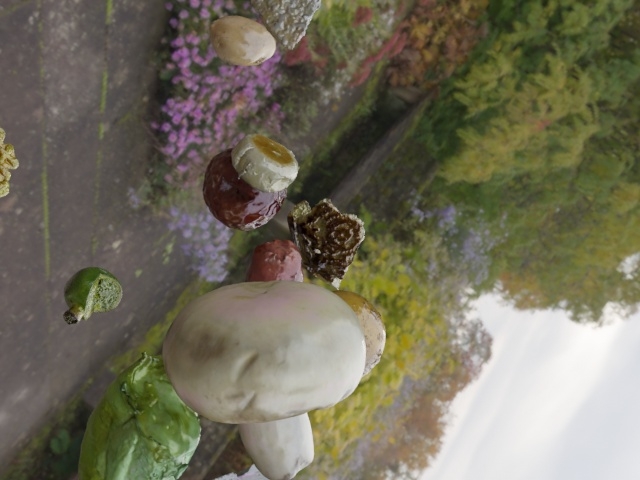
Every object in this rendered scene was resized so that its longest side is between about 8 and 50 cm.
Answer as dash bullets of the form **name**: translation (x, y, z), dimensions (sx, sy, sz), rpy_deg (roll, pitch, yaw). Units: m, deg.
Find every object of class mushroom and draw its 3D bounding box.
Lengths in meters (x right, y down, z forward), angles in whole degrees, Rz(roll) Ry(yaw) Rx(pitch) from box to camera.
- **mushroom**: translation (-0.099, 0.211, 1.289), dimensions (0.353, 0.325, 0.353), rpy_deg (-19, 138, -18)

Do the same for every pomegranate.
- **pomegranate**: translation (-0.612, 0.141, 1.867), dimensions (0.169, 0.122, 0.143), rpy_deg (-35, 160, -37)

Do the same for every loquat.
- **loquat**: translation (0.043, 0.233, 1.734), dimensions (0.235, 0.235, 0.235), rpy_deg (-54, 171, -13)

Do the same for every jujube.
- **jujube**: translation (-0.196, -0.133, 1.814), dimensions (0.213, 0.213, 0.232), rpy_deg (-58, 175, 9)

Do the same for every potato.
- **potato**: translation (-0.166, -0.425, 1.534), dimensions (0.147, 0.112, 0.112), rpy_deg (3, 134, -28)

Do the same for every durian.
- **durian**: translation (-0.359, 0.393, 1.396), dimensions (0.340, 0.204, 0.256), rpy_deg (-51, -154, 6)

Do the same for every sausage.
- **sausage**: translation (-0.119, 0.130, 1.799), dimensions (0.152, 0.152, 0.280), rpy_deg (-41, 145, -59)

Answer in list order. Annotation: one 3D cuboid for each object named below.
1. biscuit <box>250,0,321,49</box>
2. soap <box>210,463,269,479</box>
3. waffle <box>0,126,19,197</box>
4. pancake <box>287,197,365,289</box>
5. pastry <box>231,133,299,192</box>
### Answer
- **biscuit**: translation (-0.032, -0.402, 1.039), dimensions (0.250, 0.133, 0.032), rpy_deg (-60, 180, -15)
- **soap**: translation (-0.252, 0.625, 1.626), dimensions (0.302, 0.159, 0.258), rpy_deg (-31, 155, 9)
- **waffle**: translation (-0.760, -0.190, 1.511), dimensions (0.058, 0.238, 0.243), rpy_deg (-26, 167, 40)
- **pancake**: translation (0.000, 0.000, 1.946), dimensions (0.056, 0.212, 0.257), rpy_deg (-62, 174, -62)
- **pastry**: translation (-0.127, -0.177, 1.633), dimensions (0.088, 0.166, 0.166), rpy_deg (-51, 175, 27)
